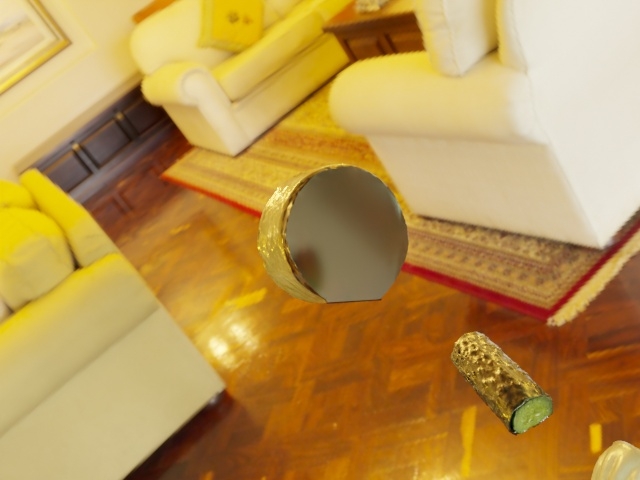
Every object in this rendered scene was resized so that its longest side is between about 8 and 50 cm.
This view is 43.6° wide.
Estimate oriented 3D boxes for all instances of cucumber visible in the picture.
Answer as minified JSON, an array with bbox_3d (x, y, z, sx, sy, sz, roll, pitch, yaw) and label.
[{"bbox_3d":[0.265,0.201,1.221,0.078,0.062,0.211,-28,32,-5],"label":"cucumber"}]

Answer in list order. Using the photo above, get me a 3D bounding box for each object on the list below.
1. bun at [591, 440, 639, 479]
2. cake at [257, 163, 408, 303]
[{"bbox_3d":[0.599,0.528,1.505,0.175,0.263,0.263,-39,24,-8],"label":"bun"},{"bbox_3d":[0.000,0.000,1.107,0.178,0.185,0.208,-22,42,60],"label":"cake"}]
